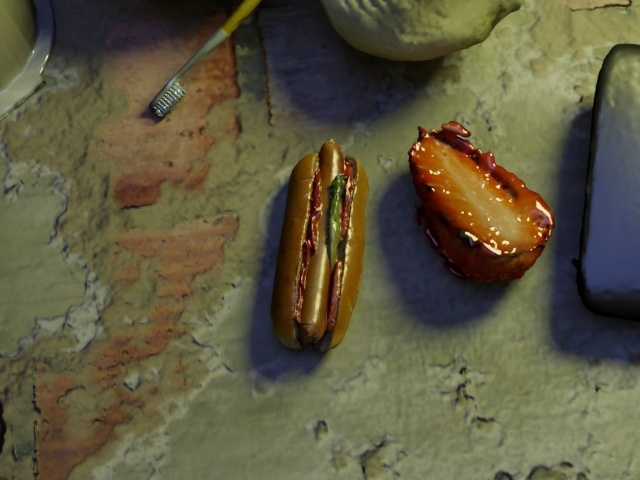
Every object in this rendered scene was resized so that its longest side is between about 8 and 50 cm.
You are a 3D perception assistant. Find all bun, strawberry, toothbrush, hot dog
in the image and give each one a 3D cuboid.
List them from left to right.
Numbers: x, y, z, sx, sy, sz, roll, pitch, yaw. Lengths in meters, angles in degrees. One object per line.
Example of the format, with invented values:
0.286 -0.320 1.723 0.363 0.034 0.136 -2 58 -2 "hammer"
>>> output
-0.088 -0.242 1.336 0.024 0.021 0.288 45 103 7 "toothbrush"
0.000 0.000 1.272 0.092 0.062 0.235 1 68 8 "hot dog"
0.115 -0.301 1.322 0.259 0.160 0.259 -12 68 31 "bun"
0.157 -0.033 1.273 0.121 0.082 0.188 -17 58 -24 "strawberry"

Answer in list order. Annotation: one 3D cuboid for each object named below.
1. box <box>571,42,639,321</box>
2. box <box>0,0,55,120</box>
0.407 -0.050 1.246 0.289 0.073 0.290 6 75 6 "box"
-0.452 -0.277 1.334 0.291 0.206 0.262 4 69 3 "box"
